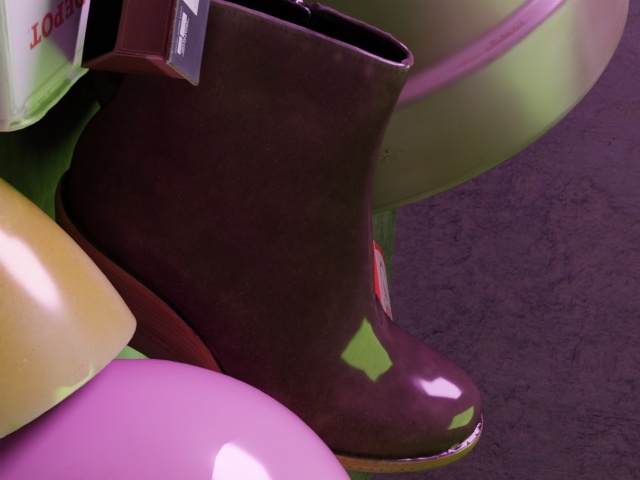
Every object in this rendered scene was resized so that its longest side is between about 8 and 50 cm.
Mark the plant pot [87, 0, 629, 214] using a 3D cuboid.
[{"bbox_3d":[-0.017,-0.214,0.679,0.323,0.323,0.280,-75,151,-43],"label":"plant pot"}]

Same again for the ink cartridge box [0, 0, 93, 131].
[{"bbox_3d":[-0.136,-0.172,0.491,0.158,0.092,0.217,-67,160,-60],"label":"ink cartridge box"}]

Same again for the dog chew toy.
[{"bbox_3d":[-0.096,0.155,0.586,0.332,0.207,0.206,167,-69,-75],"label":"dog chew toy"}]

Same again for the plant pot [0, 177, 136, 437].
[{"bbox_3d":[-0.152,0.020,0.483,0.095,0.134,0.134,65,18,-14],"label":"plant pot"}]

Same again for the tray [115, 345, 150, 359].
[{"bbox_3d":[-0.097,0.015,0.961,0.145,0.030,0.270,88,19,-44],"label":"tray"}]

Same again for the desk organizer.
[{"bbox_3d":[-0.068,-0.131,0.495,0.047,0.050,0.130,24,73,-81],"label":"desk organizer"}]

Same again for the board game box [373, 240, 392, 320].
[{"bbox_3d":[0.056,0.103,1.405,0.147,0.045,0.193,35,47,-82],"label":"board game box"}]

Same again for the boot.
[{"bbox_3d":[0.000,0.000,0.594,0.090,0.248,0.207,-75,-169,-51],"label":"boot"}]
